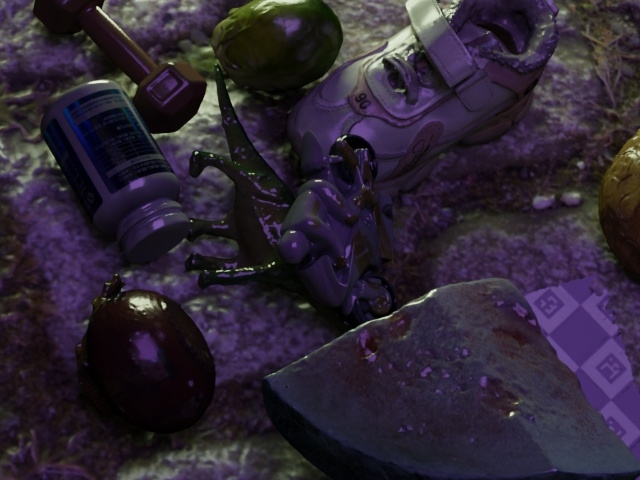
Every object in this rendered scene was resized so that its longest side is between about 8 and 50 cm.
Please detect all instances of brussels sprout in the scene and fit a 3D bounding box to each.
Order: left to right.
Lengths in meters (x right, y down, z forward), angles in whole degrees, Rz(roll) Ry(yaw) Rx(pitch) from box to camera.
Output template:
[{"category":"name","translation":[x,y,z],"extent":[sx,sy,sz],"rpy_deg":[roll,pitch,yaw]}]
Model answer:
[{"category":"brussels sprout","translation":[-0.048,-0.233,1.952],"extent":[0.155,0.155,0.118],"rpy_deg":[-34,103,-29]}]

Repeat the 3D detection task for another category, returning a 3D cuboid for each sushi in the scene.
[{"category":"sushi","translation":[0.228,0.206,1.827],"extent":[0.264,0.050,0.290],"rpy_deg":[-16,78,-6]}]

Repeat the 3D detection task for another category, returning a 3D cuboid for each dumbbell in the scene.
[{"category":"dumbbell","translation":[-0.233,-0.224,1.917],"extent":[0.092,0.082,0.231],"rpy_deg":[-42,79,-10]}]

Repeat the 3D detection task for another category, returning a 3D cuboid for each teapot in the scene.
[{"category":"teapot","translation":[0.450,-0.042,1.975],"extent":[0.203,0.167,0.311],"rpy_deg":[-13,67,-23]}]

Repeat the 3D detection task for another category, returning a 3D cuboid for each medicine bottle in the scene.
[{"category":"medicine bottle","translation":[-0.223,-0.075,1.828],"extent":[0.107,0.107,0.191],"rpy_deg":[-24,71,-26]}]

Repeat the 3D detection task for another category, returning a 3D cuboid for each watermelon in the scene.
[{"category":"watermelon","translation":[0.145,0.160,1.706],"extent":[0.387,0.228,0.258],"rpy_deg":[12,73,9]}]

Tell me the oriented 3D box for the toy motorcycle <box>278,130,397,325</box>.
[{"category":"toy motorcycle","translation":[0.014,-0.012,1.798],"extent":[0.152,0.073,0.225],"rpy_deg":[4,74,-39]}]

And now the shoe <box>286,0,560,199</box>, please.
[{"category":"shoe","translation":[0.122,-0.193,1.943],"extent":[0.351,0.198,0.172],"rpy_deg":[-30,72,-29]}]

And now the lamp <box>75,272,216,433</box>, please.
[{"category":"lamp","translation":[-0.184,0.131,1.715],"extent":[0.135,0.156,0.157],"rpy_deg":[-35,34,8]}]

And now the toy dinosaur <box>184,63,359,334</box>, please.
[{"category":"toy dinosaur","translation":[0.000,0.000,1.867],"extent":[0.300,0.087,0.447],"rpy_deg":[3,68,-14]}]
